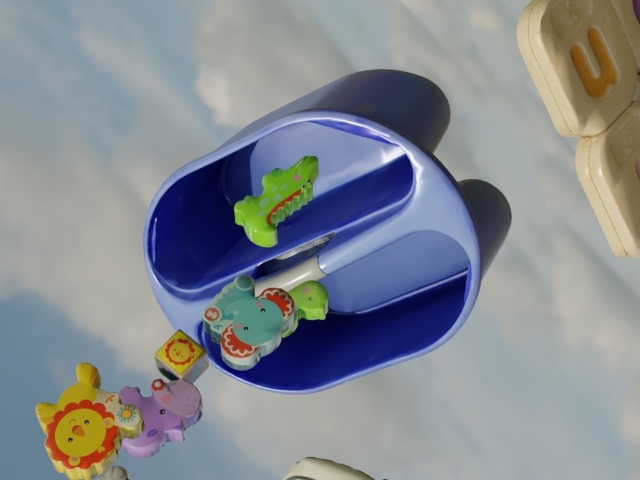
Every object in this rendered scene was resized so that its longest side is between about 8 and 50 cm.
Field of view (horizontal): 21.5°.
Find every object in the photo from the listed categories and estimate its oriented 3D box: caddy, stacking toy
[{"bbox_3d":[0.000,0.000,1.488,0.241,0.341,0.179,57,-143,-12],"label":"caddy"},{"bbox_3d":[-0.065,0.072,0.963,0.052,0.221,0.167,37,159,18],"label":"stacking toy"}]

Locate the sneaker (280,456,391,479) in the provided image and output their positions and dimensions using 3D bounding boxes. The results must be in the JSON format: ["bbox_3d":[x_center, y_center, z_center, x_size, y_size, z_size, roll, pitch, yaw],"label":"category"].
[{"bbox_3d":[0.069,0.306,1.681,0.110,0.275,0.107,-59,-32,-42],"label":"sneaker"}]

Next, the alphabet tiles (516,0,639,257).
[{"bbox_3d":[0.200,-0.123,0.864,0.284,0.021,0.278,-45,-64,-35],"label":"alphabet tiles"}]
